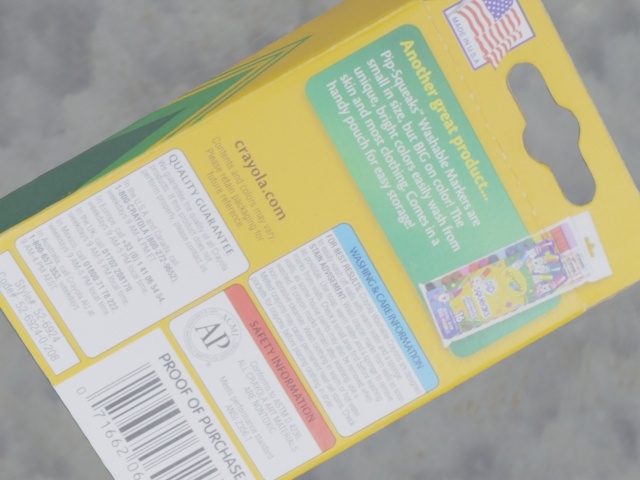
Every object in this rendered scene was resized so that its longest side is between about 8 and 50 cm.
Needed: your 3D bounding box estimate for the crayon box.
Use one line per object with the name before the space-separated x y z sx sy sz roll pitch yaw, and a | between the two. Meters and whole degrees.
crayon box | 0.000 0.000 1.007 0.323 0.083 0.203 -29 109 2
